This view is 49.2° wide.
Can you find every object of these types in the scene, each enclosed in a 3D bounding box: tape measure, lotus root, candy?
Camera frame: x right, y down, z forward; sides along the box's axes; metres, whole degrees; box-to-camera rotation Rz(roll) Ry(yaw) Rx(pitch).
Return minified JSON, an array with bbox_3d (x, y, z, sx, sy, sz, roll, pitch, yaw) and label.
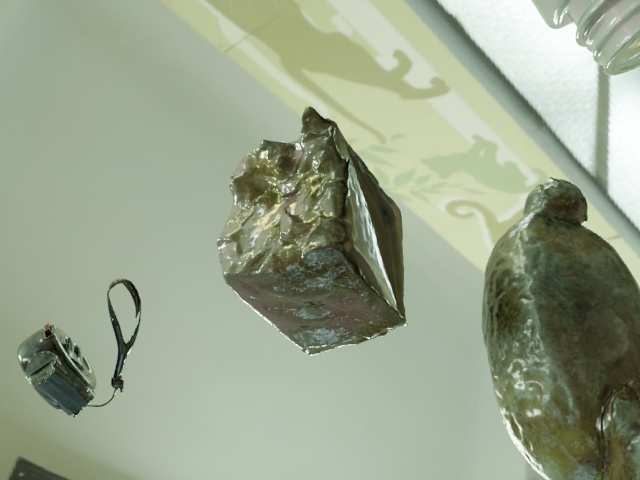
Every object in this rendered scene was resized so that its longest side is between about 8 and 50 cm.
[{"bbox_3d":[-0.259,0.110,0.799,0.104,0.180,0.107,41,-176,-44],"label":"tape measure"},{"bbox_3d":[0.252,0.099,0.713,0.175,0.175,0.350,27,-134,-38],"label":"lotus root"},{"bbox_3d":[0.000,0.000,0.727,0.195,0.137,0.185,48,-146,-44],"label":"candy"}]

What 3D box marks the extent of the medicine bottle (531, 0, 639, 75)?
[{"bbox_3d":[0.218,-0.309,0.621,0.124,0.179,0.324,-26,-103,-8],"label":"medicine bottle"}]
